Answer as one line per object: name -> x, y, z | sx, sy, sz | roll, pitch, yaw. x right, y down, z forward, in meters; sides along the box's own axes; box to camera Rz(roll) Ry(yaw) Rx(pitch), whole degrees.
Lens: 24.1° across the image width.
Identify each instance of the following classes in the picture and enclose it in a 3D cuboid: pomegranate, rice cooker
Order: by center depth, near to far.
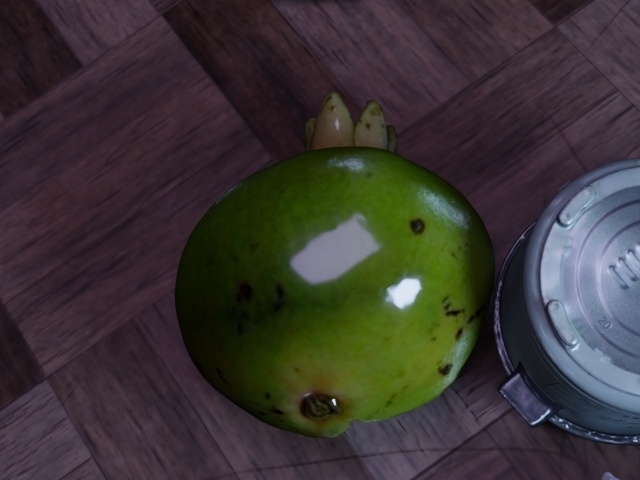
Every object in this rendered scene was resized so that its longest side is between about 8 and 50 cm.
rice cooker -> 0.280, 0.058, 1.336 | 0.280, 0.227, 0.241 | -42, 81, -10
pomegranate -> 0.000, 0.000, 1.425 | 0.310, 0.216, 0.358 | -17, 53, 29

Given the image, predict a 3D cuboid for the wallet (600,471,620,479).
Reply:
wallet -> 0.220, 0.292, 1.257 | 0.032, 0.124, 0.182 | 22, 103, -6
